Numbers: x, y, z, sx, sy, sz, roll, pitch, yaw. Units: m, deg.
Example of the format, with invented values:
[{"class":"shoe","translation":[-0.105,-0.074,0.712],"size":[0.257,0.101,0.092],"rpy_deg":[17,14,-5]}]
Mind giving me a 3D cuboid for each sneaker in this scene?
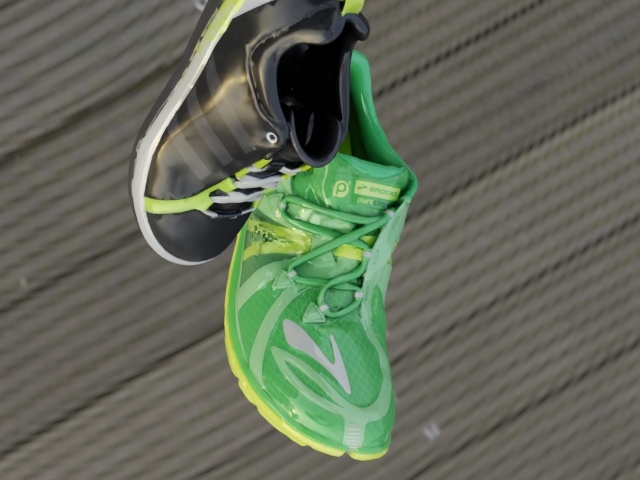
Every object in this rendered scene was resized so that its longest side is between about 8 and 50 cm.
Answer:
[{"class":"sneaker","translation":[-0.038,-0.061,1.041],"size":[0.084,0.097,0.234],"rpy_deg":[-11,137,-37]},{"class":"sneaker","translation":[0.000,0.000,1.213],"size":[0.109,0.123,0.295],"rpy_deg":[6,61,-25]}]
